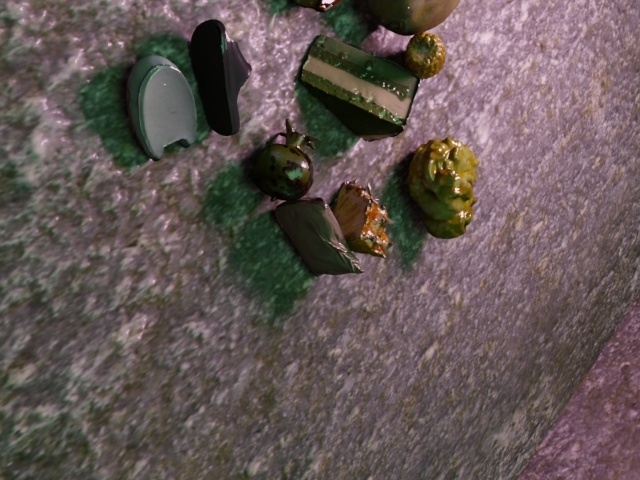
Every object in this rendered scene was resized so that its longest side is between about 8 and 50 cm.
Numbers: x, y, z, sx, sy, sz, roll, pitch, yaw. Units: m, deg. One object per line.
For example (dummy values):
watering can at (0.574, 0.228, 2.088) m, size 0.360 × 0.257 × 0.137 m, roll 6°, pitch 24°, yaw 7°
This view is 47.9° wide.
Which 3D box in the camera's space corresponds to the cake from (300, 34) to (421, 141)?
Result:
cake at (0.075, -0.371, 1.788) m, size 0.284 × 0.172 × 0.158 m, roll 23°, pitch 75°, yaw -12°

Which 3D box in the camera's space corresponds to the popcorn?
popcorn at (0.358, -0.163, 2.036) m, size 0.225 × 0.174 × 0.286 m, roll -50°, pitch 131°, yaw -34°

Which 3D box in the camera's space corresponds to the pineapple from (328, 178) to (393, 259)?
pineapple at (0.087, -0.042, 1.813) m, size 0.186 × 0.236 × 0.114 m, roll -38°, pitch 130°, yaw 17°

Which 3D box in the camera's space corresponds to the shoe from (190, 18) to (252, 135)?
shoe at (-0.194, -0.341, 1.493) m, size 0.093 × 0.108 × 0.241 m, roll -30°, pitch 127°, yaw -38°

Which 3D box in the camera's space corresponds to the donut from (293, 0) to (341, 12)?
donut at (-0.022, -0.632, 1.594) m, size 0.230 × 0.096 × 0.216 m, roll 29°, pitch 77°, yaw -44°

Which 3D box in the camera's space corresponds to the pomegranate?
pomegranate at (-0.076, -0.168, 1.633) m, size 0.169 × 0.148 × 0.148 m, roll -59°, pitch 134°, yaw -32°

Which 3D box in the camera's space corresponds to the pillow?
pillow at (0.000, 0.000, 1.721) m, size 0.270 × 0.173 × 0.067 m, roll 57°, pitch 49°, yaw -36°

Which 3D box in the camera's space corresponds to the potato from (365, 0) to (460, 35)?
potato at (0.242, -0.660, 1.753) m, size 0.243 × 0.221 × 0.326 m, roll 9°, pitch 97°, yaw -34°

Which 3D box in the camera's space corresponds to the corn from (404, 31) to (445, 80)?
corn at (0.264, -0.466, 1.820) m, size 0.318 × 0.115 × 0.115 m, roll -52°, pitch 148°, yaw -80°

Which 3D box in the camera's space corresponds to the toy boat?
toy boat at (-0.319, -0.264, 1.421) m, size 0.134 × 0.079 × 0.207 m, roll -30°, pitch 131°, yaw -27°
